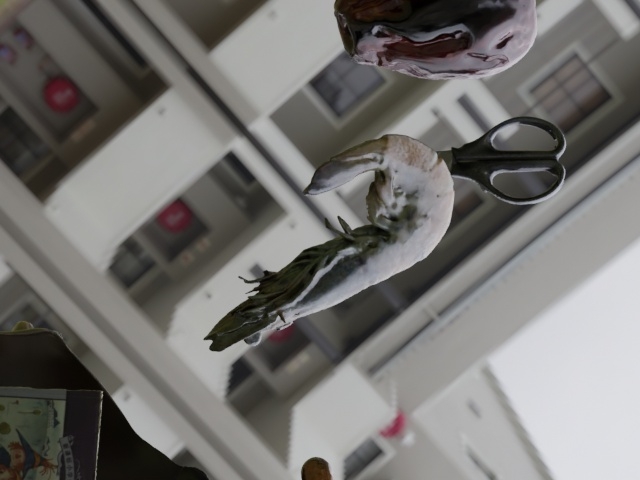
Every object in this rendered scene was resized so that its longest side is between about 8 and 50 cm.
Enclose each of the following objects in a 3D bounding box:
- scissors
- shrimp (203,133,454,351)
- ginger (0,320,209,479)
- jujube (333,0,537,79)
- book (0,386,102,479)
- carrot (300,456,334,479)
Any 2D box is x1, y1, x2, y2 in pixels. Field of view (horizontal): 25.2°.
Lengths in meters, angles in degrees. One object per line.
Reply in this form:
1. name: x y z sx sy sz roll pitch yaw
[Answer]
1. scissors: 0.146 -0.094 1.738 0.300 0.109 0.022 -1 165 17
2. shrimp: 0.000 0.000 1.415 0.296 0.169 0.058 -30 -143 -7
3. ginger: -0.311 0.289 1.508 0.211 0.358 0.413 -49 -175 33
4. jujube: 0.136 -0.262 1.681 0.236 0.168 0.168 -10 -170 -7
5. book: -0.296 0.189 1.150 0.026 0.231 0.157 116 -23 -65
6. carrot: -0.002 0.233 1.297 0.032 0.032 0.093 -37 -153 21
